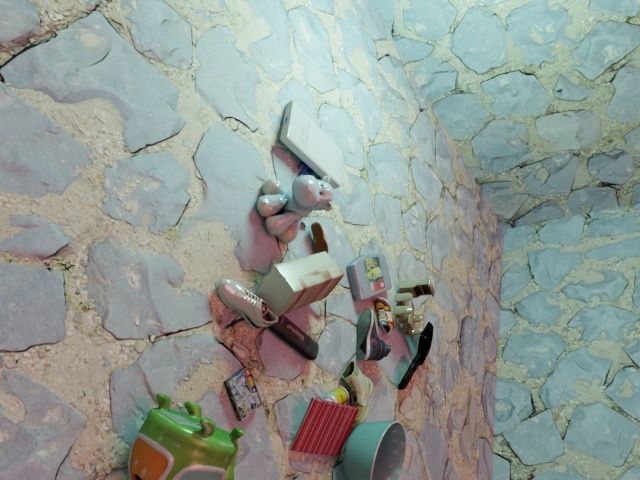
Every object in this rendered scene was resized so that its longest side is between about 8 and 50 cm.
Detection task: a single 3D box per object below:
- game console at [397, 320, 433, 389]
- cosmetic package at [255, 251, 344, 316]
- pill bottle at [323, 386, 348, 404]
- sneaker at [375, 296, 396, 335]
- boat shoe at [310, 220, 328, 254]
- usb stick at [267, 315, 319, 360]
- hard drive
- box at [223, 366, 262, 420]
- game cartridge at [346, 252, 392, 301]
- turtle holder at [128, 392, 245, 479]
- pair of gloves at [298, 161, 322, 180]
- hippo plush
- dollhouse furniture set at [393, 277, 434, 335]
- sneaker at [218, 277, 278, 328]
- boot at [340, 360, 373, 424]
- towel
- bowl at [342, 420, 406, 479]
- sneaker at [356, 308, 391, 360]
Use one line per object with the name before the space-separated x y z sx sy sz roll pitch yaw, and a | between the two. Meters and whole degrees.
game console | 0.479 0.583 2.189 0.361 0.044 0.213 -43 143 -41
cosmetic package | -0.068 0.154 1.596 0.296 0.153 0.129 -14 57 -50
pill bottle | 0.053 0.618 1.701 0.116 0.065 0.065 -14 90 -51
sneaker | 0.304 0.360 2.085 0.185 0.070 0.084 63 34 -15
boat shoe | 0.000 0.000 1.826 0.059 0.063 0.170 -68 150 -74
usb stick | -0.099 0.347 1.610 0.278 0.045 0.077 47 48 -32
hard drive | -0.028 -0.411 1.905 0.353 0.047 0.233 37 44 -38
box | -0.245 0.488 1.402 0.094 0.027 0.137 -25 99 -50
game cartridge | 0.235 0.162 2.077 0.294 0.060 0.196 -12 85 -52
turtle holder | -0.347 0.552 1.131 0.320 0.243 0.227 86 27 -68
pair of gloves | -0.023 -0.269 1.911 0.198 0.023 0.159 50 46 -29
hippo plush | -0.064 -0.122 1.642 0.294 0.237 0.234 21 63 -46
dollhouse furniture set | 0.477 0.324 2.198 0.212 0.161 0.242 59 32 -42
sneaker | -0.236 0.201 1.448 0.235 0.095 0.090 48 48 -29
boot | 0.138 0.620 1.796 0.165 0.077 0.213 55 38 -25
towel | 0.020 0.689 1.620 0.275 0.031 0.198 32 80 -41
bowl | 0.196 0.840 1.701 0.312 0.163 0.311 -7 99 -56
sneaker | 0.243 0.425 1.965 0.163 0.086 0.226 16 76 -36
